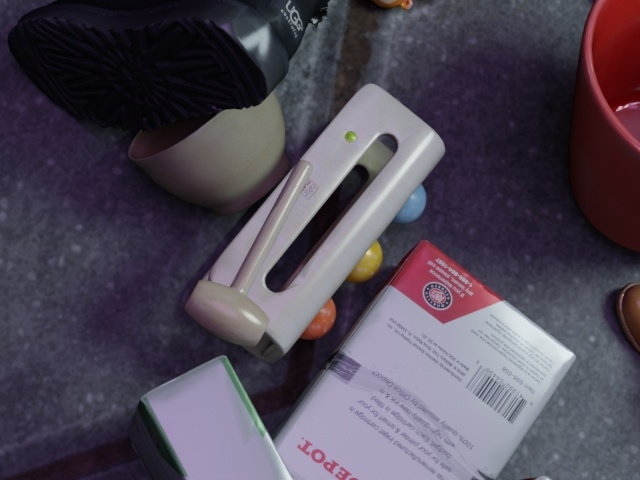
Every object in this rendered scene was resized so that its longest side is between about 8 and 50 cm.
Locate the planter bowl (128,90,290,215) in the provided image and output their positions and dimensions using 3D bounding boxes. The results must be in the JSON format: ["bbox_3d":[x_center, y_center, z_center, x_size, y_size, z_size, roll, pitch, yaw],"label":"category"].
[{"bbox_3d":[-0.098,-0.095,1.435,0.162,0.162,0.109,-45,113,-17],"label":"planter bowl"}]

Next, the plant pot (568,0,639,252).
[{"bbox_3d":[0.375,-0.120,1.449,0.274,0.243,0.275,1,65,-2],"label":"plant pot"}]

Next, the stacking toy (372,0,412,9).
[{"bbox_3d":[0.180,-0.347,1.539,0.301,0.166,0.175,-30,86,7],"label":"stacking toy"}]

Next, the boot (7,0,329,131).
[{"bbox_3d":[-0.067,-0.310,1.459,0.445,0.367,0.146,-55,132,-30],"label":"boot"}]

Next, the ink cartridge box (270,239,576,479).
[{"bbox_3d":[0.091,0.171,1.409,0.197,0.114,0.273,38,73,0],"label":"ink cartridge box"}]

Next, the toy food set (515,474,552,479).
[{"bbox_3d":[0.224,0.294,1.405,0.232,0.104,0.111,3,75,-9],"label":"toy food set"}]

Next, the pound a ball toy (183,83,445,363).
[{"bbox_3d":[0.000,0.000,1.388,0.135,0.208,0.319,39,72,-3],"label":"pound a ball toy"}]

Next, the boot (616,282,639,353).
[{"bbox_3d":[0.406,0.105,1.460,0.197,0.152,0.073,44,73,3],"label":"boot"}]

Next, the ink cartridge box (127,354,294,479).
[{"bbox_3d":[-0.103,0.209,1.315,0.093,0.212,0.154,-27,81,-19],"label":"ink cartridge box"}]
